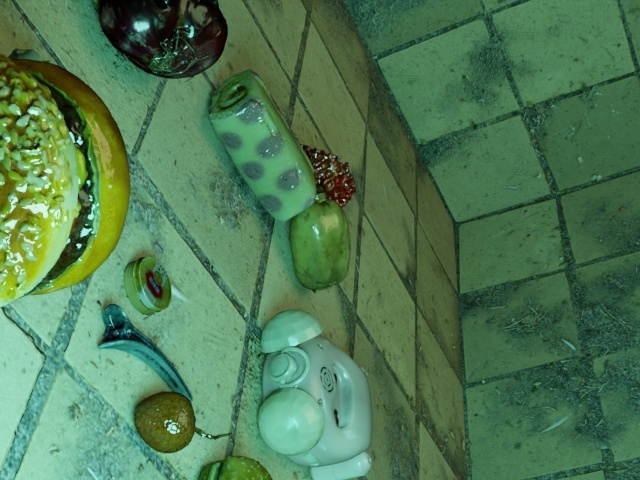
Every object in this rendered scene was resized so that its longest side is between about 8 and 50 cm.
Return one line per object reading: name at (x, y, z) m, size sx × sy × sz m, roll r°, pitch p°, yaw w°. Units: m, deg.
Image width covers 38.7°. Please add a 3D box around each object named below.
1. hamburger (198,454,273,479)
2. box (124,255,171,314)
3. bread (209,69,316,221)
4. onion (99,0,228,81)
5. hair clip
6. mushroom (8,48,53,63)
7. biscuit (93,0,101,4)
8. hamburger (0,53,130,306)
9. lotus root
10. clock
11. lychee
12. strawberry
hamburger at (-0.143, 0.485, 1.664) m, size 0.189 × 0.122 × 0.215 m, roll 54°, pitch 24°, yaw -36°
box at (-0.315, 0.082, 1.664) m, size 0.105 × 0.037 × 0.106 m, roll -17°, pitch 90°, yaw -71°
bread at (-0.138, -0.224, 2.218) m, size 0.338 × 0.155 × 0.187 m, roll 57°, pitch 15°, yaw -33°
onion at (-0.323, -0.441, 1.827) m, size 0.281 × 0.221 × 0.281 m, roll 27°, pitch 53°, yaw -43°
hair clip at (-0.294, 0.211, 1.601) m, size 0.275 × 0.048 × 0.083 m, roll 52°, pitch 24°, yaw -47°
mushroom at (-0.472, -0.199, 1.403) m, size 0.099 × 0.096 × 0.278 m, roll 54°, pitch 31°, yaw -39°
biscuit at (-0.488, -0.581, 1.760) m, size 0.260 × 0.041 × 0.203 m, roll 63°, pitch 26°, yaw -22°
hamburger at (-0.417, -0.073, 1.124) m, size 0.250 × 0.330 × 0.330 m, roll -27°, pitch 99°, yaw -69°
lotus root at (0.000, 0.000, 2.349) m, size 0.160 × 0.146 × 0.284 m, roll -29°, pitch 118°, yaw -55°
clock at (-0.018, 0.353, 2.050) m, size 0.326 × 0.184 × 0.342 m, roll 47°, pitch 27°, yaw -42°
lychee at (-0.248, 0.313, 1.538) m, size 0.140 × 0.114 × 0.101 m, roll 45°, pitch 74°, yaw -21°
strawberry at (-0.031, -0.133, 2.464) m, size 0.178 × 0.234 × 0.234 m, roll -59°, pitch 137°, yaw -24°
